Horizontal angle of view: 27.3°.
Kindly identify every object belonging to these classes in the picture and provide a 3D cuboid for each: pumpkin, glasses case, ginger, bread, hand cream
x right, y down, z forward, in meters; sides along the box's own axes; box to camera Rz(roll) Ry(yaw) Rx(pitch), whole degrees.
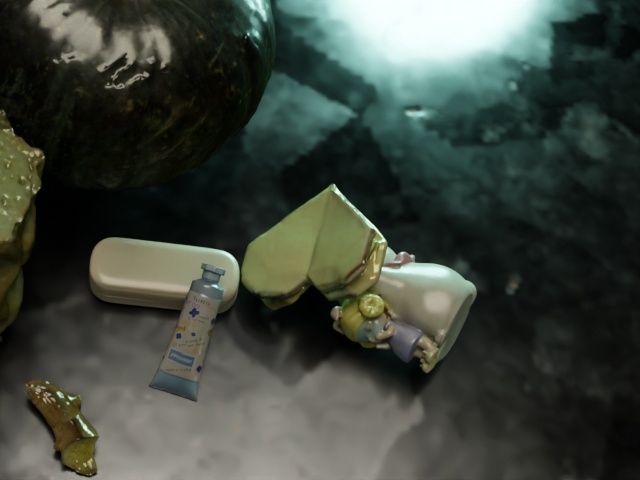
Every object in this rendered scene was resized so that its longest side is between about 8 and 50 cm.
[{"bbox_3d":[-0.282,-0.270,1.734,0.454,0.344,0.454,9,59,-16],"label":"pumpkin"},{"bbox_3d":[-0.205,0.046,1.733,0.196,0.050,0.083,8,56,-8],"label":"glasses case"},{"bbox_3d":[-0.309,0.222,1.608,0.057,0.044,0.137,-33,68,-8],"label":"ginger"},{"bbox_3d":[-0.442,-0.008,1.585,0.196,0.252,0.238,12,49,-18],"label":"bread"},{"bbox_3d":[-0.161,0.113,1.679,0.065,0.043,0.170,18,88,0],"label":"hand cream"}]

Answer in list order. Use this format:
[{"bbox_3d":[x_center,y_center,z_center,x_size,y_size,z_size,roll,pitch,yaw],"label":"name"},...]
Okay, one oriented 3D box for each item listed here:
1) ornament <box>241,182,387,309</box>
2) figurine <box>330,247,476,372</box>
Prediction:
[{"bbox_3d":[0.000,0.000,1.728,0.201,0.059,0.180,-9,52,34],"label":"ornament"},{"bbox_3d":[0.072,0.069,1.745,0.235,0.127,0.155,24,63,17],"label":"figurine"}]
